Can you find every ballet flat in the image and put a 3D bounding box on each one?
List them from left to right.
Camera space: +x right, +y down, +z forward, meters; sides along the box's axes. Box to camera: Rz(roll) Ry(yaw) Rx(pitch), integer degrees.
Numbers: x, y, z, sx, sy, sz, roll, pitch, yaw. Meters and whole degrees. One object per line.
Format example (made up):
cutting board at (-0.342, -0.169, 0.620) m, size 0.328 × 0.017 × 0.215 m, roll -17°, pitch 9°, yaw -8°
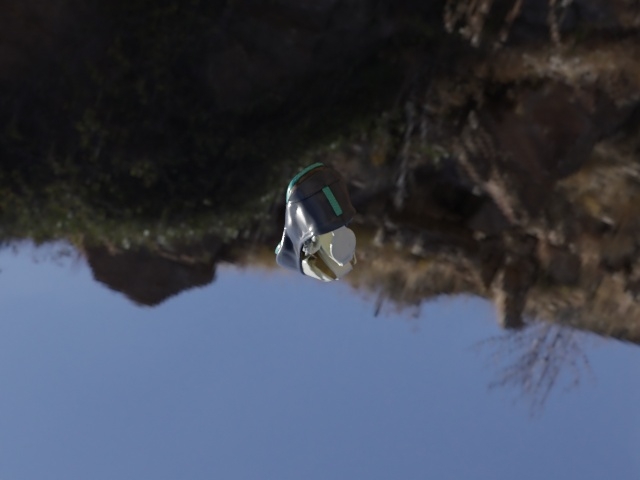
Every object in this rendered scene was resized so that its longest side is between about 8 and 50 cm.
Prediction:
ballet flat at (0.000, 0.000, 1.064) m, size 0.074 × 0.074 × 0.203 m, roll 23°, pitch 161°, yaw 4°
